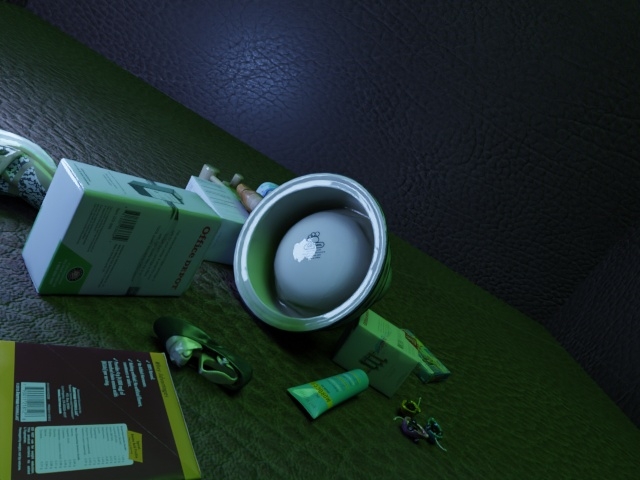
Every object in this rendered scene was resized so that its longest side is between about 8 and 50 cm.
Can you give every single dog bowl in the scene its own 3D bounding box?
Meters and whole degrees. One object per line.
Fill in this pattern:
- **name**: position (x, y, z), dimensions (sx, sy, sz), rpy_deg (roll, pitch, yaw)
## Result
- **dog bowl**: position (-0.007, 0.042, 1.116), dimensions (0.408, 0.408, 0.150), rpy_deg (43, 1, 32)

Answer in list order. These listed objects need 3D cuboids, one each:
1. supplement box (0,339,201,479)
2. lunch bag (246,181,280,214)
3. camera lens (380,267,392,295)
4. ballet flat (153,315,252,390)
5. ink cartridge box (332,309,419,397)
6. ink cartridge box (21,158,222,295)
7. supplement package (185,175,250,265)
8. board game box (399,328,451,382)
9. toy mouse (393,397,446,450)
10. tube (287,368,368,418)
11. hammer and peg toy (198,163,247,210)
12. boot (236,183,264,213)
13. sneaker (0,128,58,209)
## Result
- **supplement box**: position (-0.269, 0.228, 0.485), dimensions (0.194, 0.129, 0.191), rpy_deg (19, 21, -41)
- **lunch bag**: position (-0.157, -0.065, 1.417), dimensions (0.176, 0.218, 0.090), rpy_deg (23, 14, -31)
- **camera lens**: position (0.084, 0.111, 1.349), dimensions (0.219, 0.219, 0.274), rpy_deg (38, 17, 18)
- **ballet flat**: position (-0.213, 0.204, 0.783), dimensions (0.203, 0.074, 0.074), rpy_deg (33, 16, -7)
- **ink cartridge box**: position (0.140, 0.278, 1.125), dimensions (0.176, 0.127, 0.128), rpy_deg (34, 17, 1)
- **ink cartridge box**: position (-0.370, -0.007, 0.854), dimensions (0.122, 0.211, 0.289), rpy_deg (42, 17, 33)
- **supplement package**: position (-0.301, -0.059, 1.266), dimensions (0.134, 0.139, 0.244), rpy_deg (16, 24, -44)
- **board game box**: position (0.294, 0.352, 1.370), dimensions (0.136, 0.035, 0.201), rpy_deg (16, 23, -47)
- **toy mouse**: position (0.231, 0.432, 1.015), dimensions (0.161, 0.031, 0.143), rpy_deg (15, 23, -47)
- **tube**: position (0.024, 0.321, 0.939), dimensions (0.080, 0.052, 0.207), rpy_deg (32, 19, 35)
- **hammer and peg toy**: position (-0.258, -0.121, 1.562), dimensions (0.362, 0.127, 0.266), rpy_deg (20, 22, -39)
- **boot**: position (-0.163, -0.077, 1.288), dimensions (0.152, 0.073, 0.197), rpy_deg (41, -16, 46)
- **sneaker**: position (-0.697, -0.142, 0.855), dimensions (0.411, 0.158, 0.182), rpy_deg (32, 47, -10)
